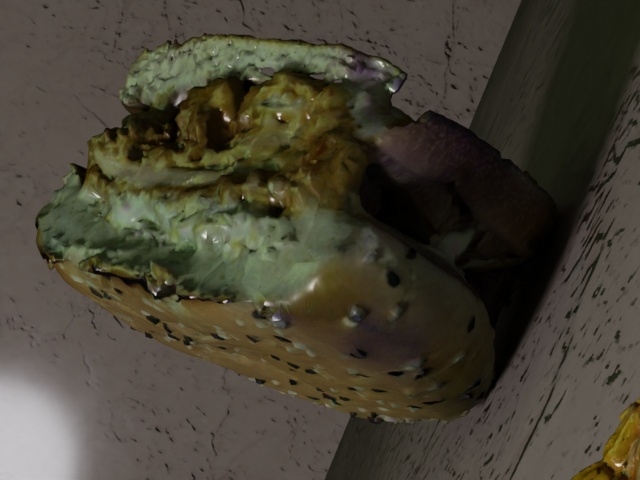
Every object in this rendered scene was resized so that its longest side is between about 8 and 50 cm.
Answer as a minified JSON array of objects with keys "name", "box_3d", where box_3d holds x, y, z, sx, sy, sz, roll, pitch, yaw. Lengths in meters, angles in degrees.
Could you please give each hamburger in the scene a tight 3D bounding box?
[{"name":"hamburger","box_3d":[0.000,0.000,0.914,0.318,0.277,0.195,8,69,47]}]

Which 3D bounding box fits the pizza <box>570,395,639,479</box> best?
[{"name":"pizza","box_3d":[0.075,0.110,0.388,0.131,0.041,0.178,103,-171,-75]}]
